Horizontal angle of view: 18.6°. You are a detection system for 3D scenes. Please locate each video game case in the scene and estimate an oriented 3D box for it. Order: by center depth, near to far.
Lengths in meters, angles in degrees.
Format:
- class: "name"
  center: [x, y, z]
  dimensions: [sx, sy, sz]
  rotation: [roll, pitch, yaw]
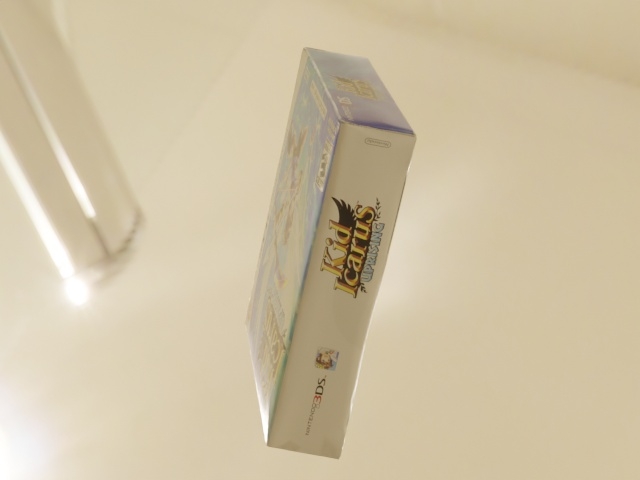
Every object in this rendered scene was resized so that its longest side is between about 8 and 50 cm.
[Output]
- class: "video game case"
  center: [0.000, 0.000, 1.473]
  dimensions: [0.061, 0.244, 0.269]
  rotation: [9, -165, -8]
